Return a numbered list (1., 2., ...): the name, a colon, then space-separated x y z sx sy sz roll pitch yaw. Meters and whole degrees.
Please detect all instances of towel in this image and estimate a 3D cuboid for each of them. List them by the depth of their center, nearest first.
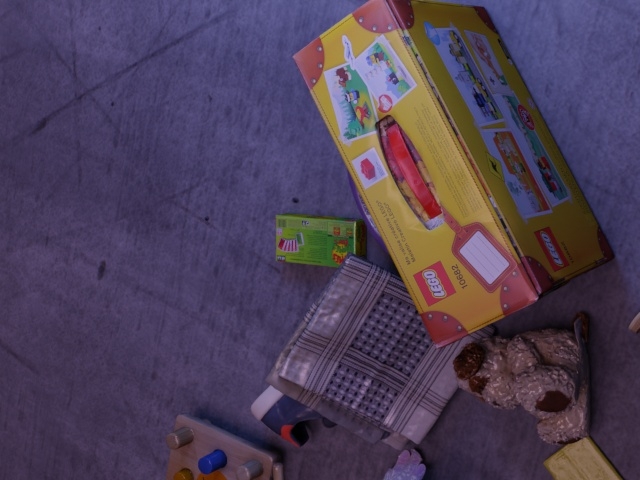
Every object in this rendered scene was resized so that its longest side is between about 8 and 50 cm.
1. towel: 0.496 0.451 1.847 0.102 0.021 0.237 -44 74 23
2. towel: 0.103 0.216 1.941 0.312 0.056 0.324 28 114 -10

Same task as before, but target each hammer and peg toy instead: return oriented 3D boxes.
1. hammer and peg toy: -0.169 0.526 2.207 0.361 0.127 0.266 18 105 28

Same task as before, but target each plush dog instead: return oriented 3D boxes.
1. plush dog: 0.335 0.217 1.813 0.225 0.262 0.211 -1 64 22

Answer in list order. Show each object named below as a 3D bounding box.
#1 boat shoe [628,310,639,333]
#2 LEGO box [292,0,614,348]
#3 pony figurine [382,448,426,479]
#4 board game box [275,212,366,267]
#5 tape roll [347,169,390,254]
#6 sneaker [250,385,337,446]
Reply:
1. boat shoe: 0.558 0.112 1.733 0.135 0.050 0.045 -48 67 28
2. LEGO box: 0.226 -0.124 1.712 0.193 0.372 0.500 -31 81 32
3. pony figurine: 0.151 0.566 1.898 0.302 0.363 0.351 26 84 34
4. board game box: 0.000 0.000 2.066 0.181 0.043 0.092 5 101 31
5. tape roll: 0.124 -0.075 1.891 0.080 0.189 0.189 -25 82 -11
6. sneaker: 0.019 0.264 2.060 0.148 0.131 0.350 44 121 7
